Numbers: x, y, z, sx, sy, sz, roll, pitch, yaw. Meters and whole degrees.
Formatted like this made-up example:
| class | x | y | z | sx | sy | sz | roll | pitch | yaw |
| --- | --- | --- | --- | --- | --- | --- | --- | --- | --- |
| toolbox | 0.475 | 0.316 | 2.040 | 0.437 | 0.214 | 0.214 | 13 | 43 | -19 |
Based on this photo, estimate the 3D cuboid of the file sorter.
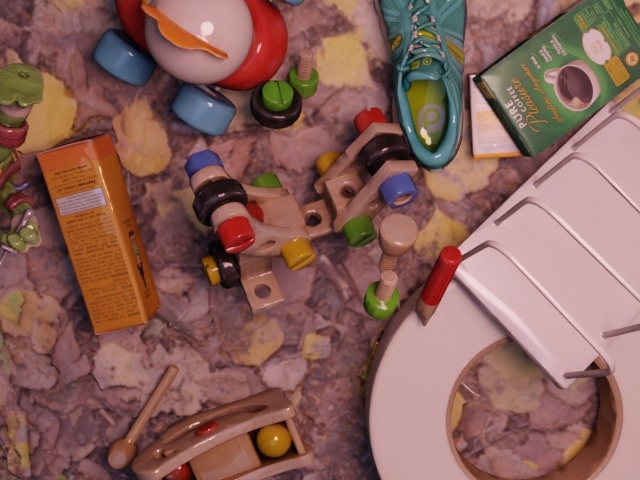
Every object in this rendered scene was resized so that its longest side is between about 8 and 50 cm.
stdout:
| class | x | y | z | sx | sy | sz | roll | pitch | yaw |
| --- | --- | --- | --- | --- | --- | --- | --- | --- | --- |
| file sorter | 0.306 | -0.010 | 1.042 | 0.277 | 0.173 | 0.193 | -43 | 87 | -10 |

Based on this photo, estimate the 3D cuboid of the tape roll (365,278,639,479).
| class | x | y | z | sx | sy | sz | roll | pitch | yaw |
| --- | --- | --- | --- | --- | --- | --- | --- | --- | --- |
| tape roll | 0.247 | 0.201 | 1.179 | 0.392 | 0.072 | 0.392 | 0 | 98 | -1 |

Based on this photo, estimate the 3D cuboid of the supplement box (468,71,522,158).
| class | x | y | z | sx | sy | sz | roll | pitch | yaw |
| --- | --- | --- | --- | --- | --- | --- | --- | --- | --- |
| supplement box | 0.204 | -0.146 | 1.149 | 0.062 | 0.036 | 0.098 | -3 | 102 | 5 |

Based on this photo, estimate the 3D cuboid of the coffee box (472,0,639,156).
| class | x | y | z | sx | sy | sz | roll | pitch | yaw |
| --- | --- | --- | --- | --- | --- | --- | --- | --- | --- |
| coffee box | 0.273 | -0.190 | 1.105 | 0.184 | 0.040 | 0.113 | -38 | 101 | -3 |

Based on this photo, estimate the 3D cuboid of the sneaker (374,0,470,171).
| class | x | y | z | sx | sy | sz | roll | pitch | yaw |
| --- | --- | --- | --- | --- | --- | --- | --- | --- | --- |
| sneaker | 0.120 | -0.213 | 1.106 | 0.107 | 0.110 | 0.275 | -8 | 101 | 8 |

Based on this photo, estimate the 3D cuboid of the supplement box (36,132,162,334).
| class | x | y | z | sx | sy | sz | roll | pitch | yaw |
| --- | --- | --- | --- | --- | --- | --- | --- | --- | --- |
| supplement box | -0.267 | -0.008 | 1.210 | 0.080 | 0.078 | 0.233 | -15 | 100 | 9 |

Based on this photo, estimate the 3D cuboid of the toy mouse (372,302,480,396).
| class | x | y | z | sx | sy | sz | roll | pitch | yaw |
| --- | --- | --- | --- | --- | --- | --- | --- | --- | --- |
| toy mouse | 0.132 | 0.159 | 1.230 | 0.143 | 0.031 | 0.161 | 21 | 104 | 1 |

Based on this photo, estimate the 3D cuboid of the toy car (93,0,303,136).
| class | x | y | z | sx | sy | sz | roll | pitch | yaw |
| --- | --- | --- | --- | --- | --- | --- | --- | --- | --- |
| toy car | -0.143 | -0.239 | 1.061 | 0.210 | 0.238 | 0.219 | 33 | 104 | -2 |

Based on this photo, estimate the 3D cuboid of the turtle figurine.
| class | x | y | z | sx | sy | sz | roll | pitch | yaw |
| --- | --- | --- | --- | --- | --- | --- | --- | --- | --- |
| turtle figurine | -0.401 | -0.063 | 1.080 | 0.198 | 0.274 | 0.266 | 39 | 133 | 16 |

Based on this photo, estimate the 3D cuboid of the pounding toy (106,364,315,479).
| class | x | y | z | sx | sy | sz | roll | pitch | yaw |
| --- | --- | --- | --- | --- | --- | --- | --- | --- | --- |
| pounding toy | -0.155 | 0.241 | 1.216 | 0.269 | 0.154 | 0.155 | -20 | 100 | 10 |

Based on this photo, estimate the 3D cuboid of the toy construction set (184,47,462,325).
| class | x | y | z | sx | sy | sz | roll | pitch | yaw |
| --- | --- | --- | --- | --- | --- | --- | --- | --- | --- |
| toy construction set | 0.000 | 0.000 | 1.129 | 0.309 | 0.237 | 0.257 | 39 | 60 | 16 |
